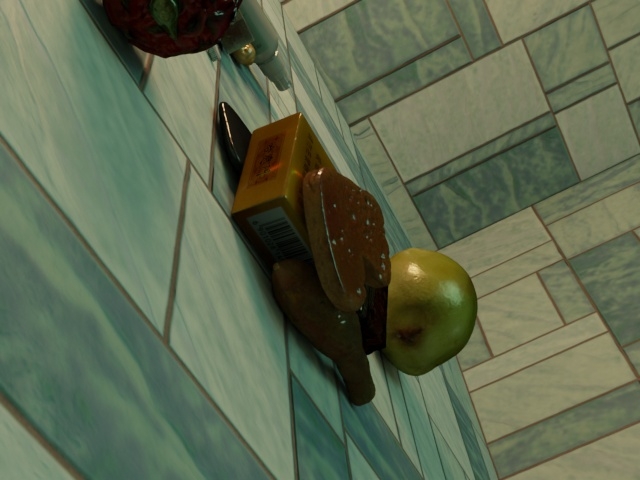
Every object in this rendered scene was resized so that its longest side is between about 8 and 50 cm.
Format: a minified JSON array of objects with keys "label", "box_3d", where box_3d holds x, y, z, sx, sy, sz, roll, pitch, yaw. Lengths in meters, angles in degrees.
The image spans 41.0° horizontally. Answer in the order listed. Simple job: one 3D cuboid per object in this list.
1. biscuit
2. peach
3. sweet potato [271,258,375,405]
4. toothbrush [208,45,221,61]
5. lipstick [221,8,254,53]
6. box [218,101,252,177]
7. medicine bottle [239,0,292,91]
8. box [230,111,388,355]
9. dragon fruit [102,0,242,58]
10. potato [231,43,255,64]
[{"label":"biscuit","box_3d":[0.051,0.012,1.493,0.277,0.052,0.262,22,52,-59]},{"label":"peach","box_3d":[0.255,0.171,2.159,0.315,0.281,0.314,19,51,-63]},{"label":"sweet potato","box_3d":[0.025,0.162,1.505,0.385,0.109,0.109,57,12,-35]},{"label":"toothbrush","box_3d":[-0.280,-0.512,1.868,0.021,0.027,0.269,110,-46,-86]},{"label":"lipstick","box_3d":[-0.262,-0.596,1.925,0.076,0.080,0.371,-113,177,-46]},{"label":"box","box_3d":[-0.140,-0.161,1.658,0.201,0.042,0.212,53,15,-46]},{"label":"medicine bottle","box_3d":[-0.172,-0.527,2.212,0.352,0.110,0.110,55,13,-42]},{"label":"box","box_3d":[0.000,0.001,1.612,0.415,0.116,0.264,57,25,-34]},{"label":"dragon fruit","box_3d":[-0.221,-0.411,1.327,0.234,0.234,0.293,55,29,-41]},{"label":"potato","box_3d":[-0.192,-0.465,2.130,0.083,0.062,0.068,101,-17,-71]}]
